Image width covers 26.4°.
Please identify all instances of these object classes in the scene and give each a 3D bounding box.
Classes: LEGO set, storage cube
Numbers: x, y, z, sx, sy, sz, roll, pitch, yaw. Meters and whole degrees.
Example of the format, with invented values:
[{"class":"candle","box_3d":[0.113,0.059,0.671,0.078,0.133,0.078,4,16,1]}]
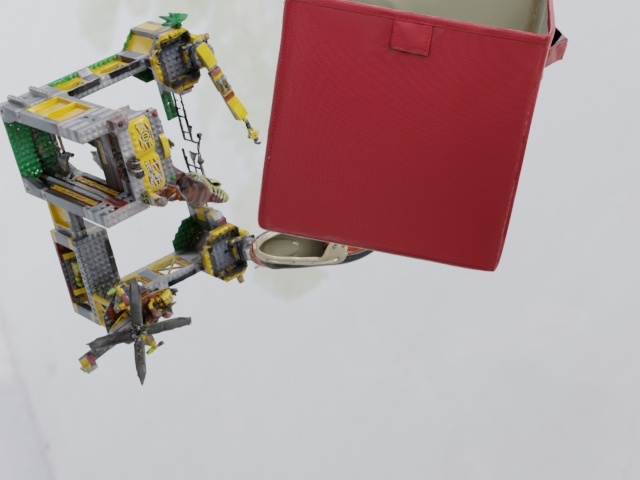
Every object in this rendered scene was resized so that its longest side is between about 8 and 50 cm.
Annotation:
[{"class":"LEGO set","box_3d":[-0.151,-0.044,1.324,0.192,0.255,0.331,20,-57,49]},{"class":"storage cube","box_3d":[0.069,-0.113,1.048,0.184,0.215,0.193,-72,172,-61]}]

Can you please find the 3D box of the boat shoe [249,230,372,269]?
[{"class":"boat shoe","box_3d":[0.000,0.000,1.295,0.043,0.137,0.049,133,-53,-76]}]
